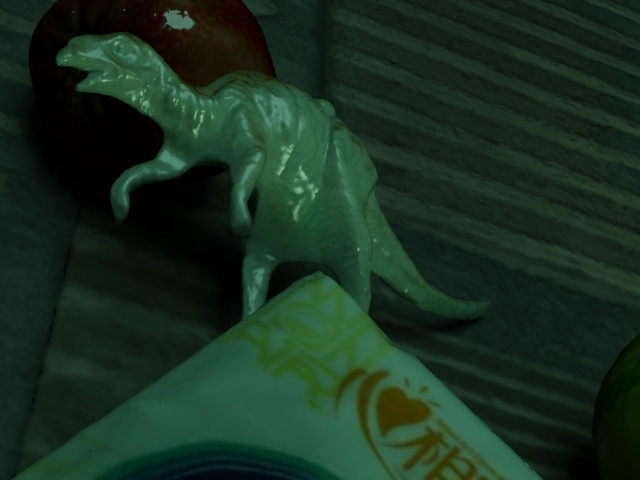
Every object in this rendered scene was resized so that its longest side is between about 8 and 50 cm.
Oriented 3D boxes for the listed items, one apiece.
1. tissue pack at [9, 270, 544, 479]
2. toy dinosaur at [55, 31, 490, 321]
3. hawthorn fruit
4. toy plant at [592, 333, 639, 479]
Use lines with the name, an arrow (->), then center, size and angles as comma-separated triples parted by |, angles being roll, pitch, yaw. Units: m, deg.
tissue pack -> -0.034, 0.215, 0.605 | 0.287, 0.162, 0.388 | 44, 40, 11
toy dinosaur -> 0.000, 0.000, 0.868 | 0.393, 0.092, 0.205 | 13, 69, -35
hawthorn fruit -> -0.102, -0.111, 0.935 | 0.194, 0.157, 0.157 | 15, 37, -47
toy plant -> 0.274, 0.196, 0.794 | 0.184, 0.224, 0.315 | 50, 28, -32
